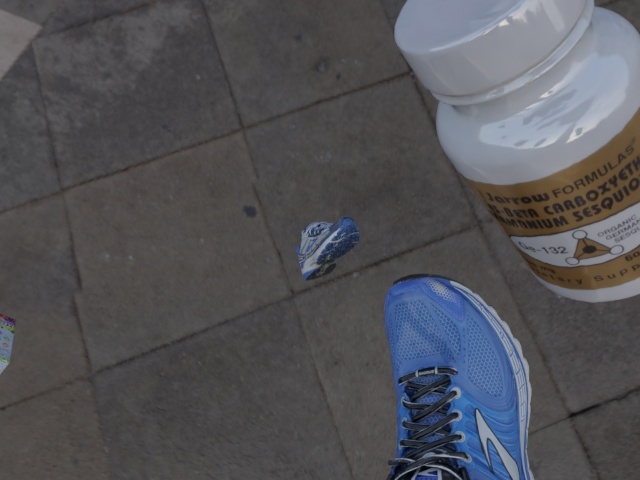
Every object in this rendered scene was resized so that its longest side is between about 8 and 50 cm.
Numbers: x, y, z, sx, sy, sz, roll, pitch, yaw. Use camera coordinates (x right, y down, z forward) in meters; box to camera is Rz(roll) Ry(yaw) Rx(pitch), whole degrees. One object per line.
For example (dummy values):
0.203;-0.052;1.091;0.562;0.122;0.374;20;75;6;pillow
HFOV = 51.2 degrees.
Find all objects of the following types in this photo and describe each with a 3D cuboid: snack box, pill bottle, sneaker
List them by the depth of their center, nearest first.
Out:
0.150;-0.072;0.428;0.131;0.229;0.131;-28;38;24;pill bottle
0.126;0.189;0.615;0.130;0.147;0.330;-23;78;34;sneaker
0.000;0.000;0.809;0.052;0.135;0.058;-16;71;-31;sneaker
-0.518;0.192;1.013;0.141;0.037;0.100;-48;35;15;snack box
